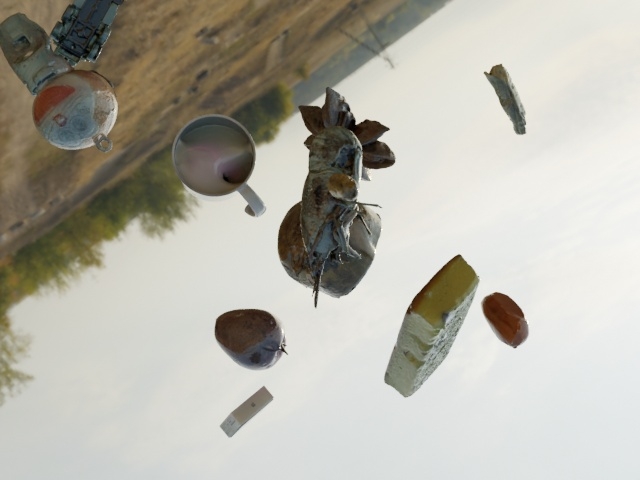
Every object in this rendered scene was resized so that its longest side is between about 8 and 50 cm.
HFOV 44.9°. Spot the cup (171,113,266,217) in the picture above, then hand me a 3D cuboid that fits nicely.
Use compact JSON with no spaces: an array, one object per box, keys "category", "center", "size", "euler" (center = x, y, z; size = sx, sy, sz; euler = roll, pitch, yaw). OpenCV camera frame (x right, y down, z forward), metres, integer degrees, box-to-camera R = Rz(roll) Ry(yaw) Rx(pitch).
[{"category":"cup","center":[-0.160,-0.125,1.307],"size":[0.142,0.173,0.134],"euler":[146,-38,-81]}]

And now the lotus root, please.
[{"category":"lotus root","center":[0.000,0.000,1.852],"size":[0.272,0.272,0.192],"euler":[-31,148,25]}]

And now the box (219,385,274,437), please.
[{"category":"box","center":[-0.209,0.486,2.191],"size":[0.129,0.051,0.130],"euler":[-36,171,-35]}]

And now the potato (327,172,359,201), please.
[{"category":"potato","center":[0.041,-0.096,1.379],"size":[0.040,0.051,0.083],"euler":[-22,-158,-20]}]

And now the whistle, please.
[{"category":"whistle","center":[-0.563,-0.326,1.634],"size":[0.189,0.348,0.189],"euler":[-38,-173,5]}]

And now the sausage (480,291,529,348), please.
[{"category":"sausage","center":[0.441,0.183,1.852],"size":[0.089,0.089,0.179],"euler":[-35,-143,6]}]

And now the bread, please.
[{"category":"bread","center":[0.203,0.171,1.438],"size":[0.138,0.077,0.361],"euler":[-42,160,-24]}]

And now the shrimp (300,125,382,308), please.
[{"category":"shrimp","center":[0.034,-0.048,1.568],"size":[0.137,0.372,0.172],"euler":[-4,-178,-22]}]

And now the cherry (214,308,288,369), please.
[{"category":"cherry","center":[-0.200,0.296,2.339],"size":[0.183,0.266,0.213],"euler":[-60,166,-26]}]

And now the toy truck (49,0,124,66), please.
[{"category":"toy truck","center":[-0.520,-0.507,1.741],"size":[0.256,0.108,0.140],"euler":[-59,-155,5]}]

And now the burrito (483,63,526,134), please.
[{"category":"burrito","center":[0.536,-0.399,2.197],"size":[0.058,0.229,0.063],"euler":[-17,-148,35]}]

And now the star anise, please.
[{"category":"star anise","center":[0.071,-0.292,2.165],"size":[0.315,0.315,0.108],"euler":[-25,-162,47]}]
